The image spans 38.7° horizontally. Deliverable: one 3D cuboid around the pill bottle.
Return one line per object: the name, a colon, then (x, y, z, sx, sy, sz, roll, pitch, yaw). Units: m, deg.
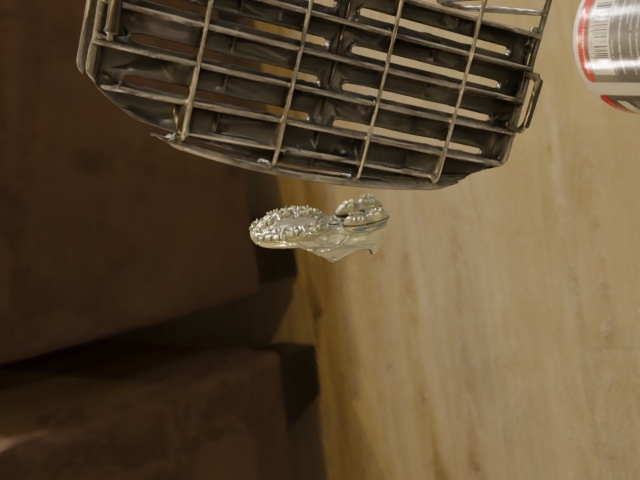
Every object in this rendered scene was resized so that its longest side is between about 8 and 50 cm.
pill bottle: (0.485, -0.248, 1.073, 0.363, 0.210, 0.210, -154, 60, -67)

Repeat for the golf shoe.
golf shoe: (0.000, 0.000, 1.144, 0.069, 0.176, 0.086, -105, 11, -51)

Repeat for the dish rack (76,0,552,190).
dish rack: (0.017, -0.158, 0.342, 0.074, 0.208, 0.272, 30, 109, 60)
